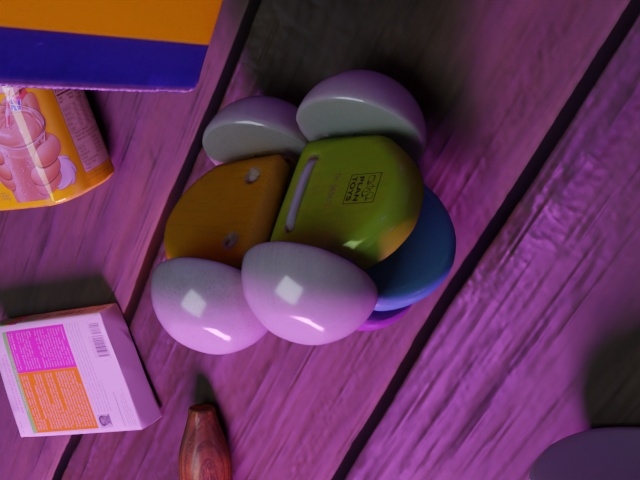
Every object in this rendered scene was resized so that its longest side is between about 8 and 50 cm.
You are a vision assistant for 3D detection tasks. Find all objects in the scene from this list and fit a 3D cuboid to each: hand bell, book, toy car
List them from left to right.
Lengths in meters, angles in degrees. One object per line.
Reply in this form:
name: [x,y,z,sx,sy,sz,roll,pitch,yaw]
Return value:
book: [-0.195,0.102,1.136,0.144,0.035,0.096,-8,106,43]
hand bell: [-0.080,0.239,1.085,0.126,0.126,0.242,9,108,37]
toy car: [0.000,0.000,0.847,0.182,0.159,0.136,-10,142,43]

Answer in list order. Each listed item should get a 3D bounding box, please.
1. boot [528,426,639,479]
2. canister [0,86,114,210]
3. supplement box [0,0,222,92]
boot: [0.235,0.170,0.777,0.258,0.095,0.123,-2,119,50]
canister: [-0.220,-0.110,1.004,0.126,0.073,0.170,-3,113,42]
supplement box: [-0.131,-0.262,0.610,0.194,0.195,0.356,28,109,31]
